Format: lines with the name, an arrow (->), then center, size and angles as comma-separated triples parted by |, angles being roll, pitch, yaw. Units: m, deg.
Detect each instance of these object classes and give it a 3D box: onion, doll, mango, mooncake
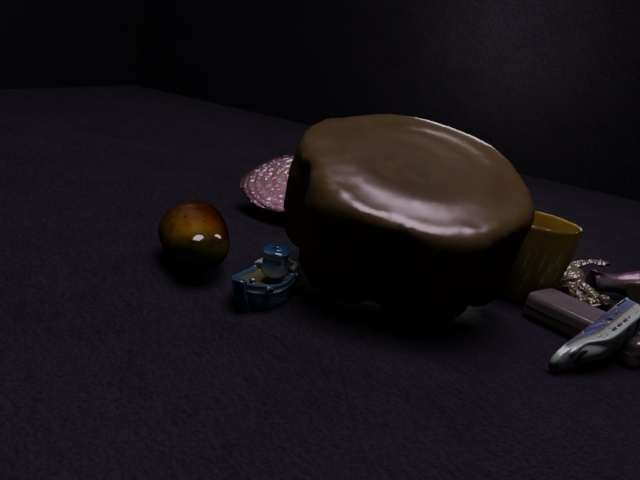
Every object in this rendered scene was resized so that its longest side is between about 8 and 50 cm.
onion -> -0.075, -0.109, 1.806 | 0.247, 0.111, 0.250 | -30, 50, -33
doll -> 0.556, 0.087, 1.600 | 0.202, 0.091, 0.286 | -14, 28, 26
mango -> -0.239, -0.010, 1.318 | 0.133, 0.111, 0.267 | 24, 11, -17
mooncake -> 0.157, -0.047, 1.337 | 0.466, 0.262, 0.467 | 10, 34, -7

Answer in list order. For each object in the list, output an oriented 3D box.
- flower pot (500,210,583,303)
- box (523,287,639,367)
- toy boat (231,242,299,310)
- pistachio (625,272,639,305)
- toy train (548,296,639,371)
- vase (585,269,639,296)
flower pot -> 0.450, 0.036, 1.513 | 0.195, 0.179, 0.195 | 9, 15, -3
box -> 0.522, 0.164, 1.352 | 0.103, 0.055, 0.243 | -4, 23, -41
toy boat -> -0.097, 0.052, 1.228 | 0.088, 0.102, 0.215 | 14, 17, 17
pistachio -> 0.767, 0.123, 1.312 | 0.365, 0.282, 0.445 | 23, -1, 10
toy train -> 0.483, 0.174, 1.210 | 0.233, 0.052, 0.051 | -25, 40, -33
vase -> 0.748, 0.107, 1.669 | 0.213, 0.086, 0.086 | 5, 17, -6
